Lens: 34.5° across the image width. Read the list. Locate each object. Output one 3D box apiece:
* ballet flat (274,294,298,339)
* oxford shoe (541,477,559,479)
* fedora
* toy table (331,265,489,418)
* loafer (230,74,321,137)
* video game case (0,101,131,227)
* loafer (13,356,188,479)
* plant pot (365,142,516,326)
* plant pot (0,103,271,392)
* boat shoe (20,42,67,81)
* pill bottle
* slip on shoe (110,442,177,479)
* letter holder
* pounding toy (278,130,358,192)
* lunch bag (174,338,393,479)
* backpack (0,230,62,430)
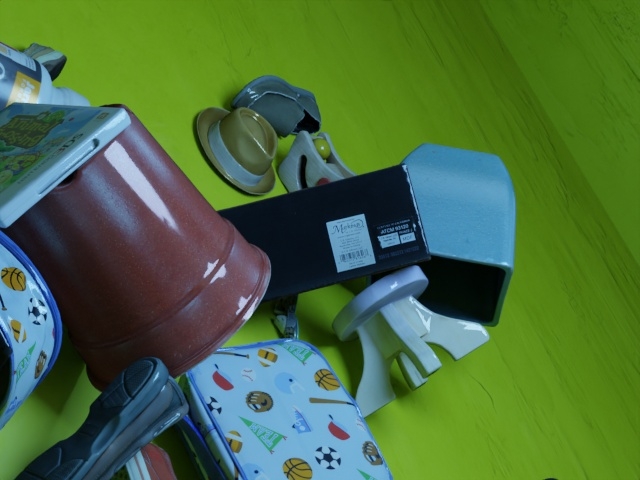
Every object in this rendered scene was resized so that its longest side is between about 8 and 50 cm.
[{"bbox_3d":[-0.056,0.124,1.669,0.041,0.041,0.114,34,34,-28],"label":"ballet flat"},{"bbox_3d":[0.414,0.524,1.839,0.096,0.082,0.227,59,25,-27],"label":"oxford shoe"},{"bbox_3d":[-0.132,-0.175,1.845,0.194,0.079,0.194,34,35,-28],"label":"fedora"},{"bbox_3d":[0.131,0.162,1.693,0.161,0.252,0.274,57,4,13],"label":"toy table"},{"bbox_3d":[-0.073,-0.254,1.995,0.251,0.094,0.087,-2,54,-55],"label":"loafer"},{"bbox_3d":[-0.342,-0.091,1.135,0.193,0.212,0.023,-48,130,-34],"label":"video game case"},{"bbox_3d":[-0.246,0.248,1.116,0.267,0.096,0.084,-47,119,-21],"label":"loafer"},{"bbox_3d":[0.223,-0.026,1.839,0.247,0.248,0.252,10,62,8],"label":"plant pot"},{"bbox_3d":[-0.242,-0.003,1.243,0.265,0.272,0.272,58,25,-27],"label":"plant pot"},{"bbox_3d":[-0.450,-0.253,1.527,0.072,0.068,0.190,35,22,-3],"label":"boat shoe"},{"bbox_3d":[-0.453,-0.189,1.343,0.278,0.162,0.162,26,38,-36],"label":"pill bottle"},{"bbox_3d":[-0.177,0.366,1.162,0.101,0.123,0.331,17,39,-50],"label":"slip on shoe"},{"bbox_3d":[0.000,0.000,1.631,0.214,0.301,0.152,106,-31,-86],"label":"letter holder"},{"bbox_3d":[0.018,-0.083,1.871,0.155,0.154,0.270,-4,59,-55],"label":"pounding toy"},{"bbox_3d":[-0.063,0.265,1.358,0.243,0.115,0.303,-7,46,-36],"label":"lunch bag"},{"bbox_3d":[-0.386,0.099,1.016,0.276,0.263,0.213,45,30,-9],"label":"backpack"}]
